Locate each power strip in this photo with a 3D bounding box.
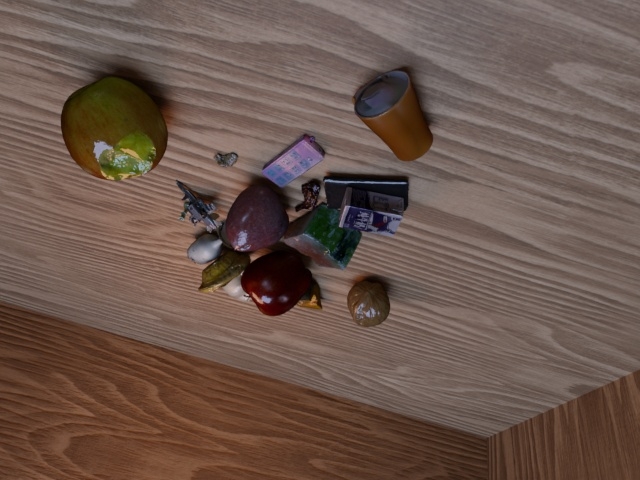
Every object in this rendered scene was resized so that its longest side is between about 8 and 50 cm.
[{"bbox_3d":[-0.103,-0.289,1.682,0.109,0.037,0.279,37,137,-26],"label":"power strip"}]

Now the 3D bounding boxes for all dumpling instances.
[{"bbox_3d":[-0.432,0.203,2.367,0.252,0.131,0.179,46,116,-6],"label":"dumpling"}]

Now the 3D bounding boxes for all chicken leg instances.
[{"bbox_3d":[-0.049,-0.166,1.814,0.093,0.053,0.205,35,136,11],"label":"chicken leg"}]

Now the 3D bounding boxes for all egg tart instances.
[{"bbox_3d":[-0.473,0.139,2.170,0.290,0.290,0.115,-24,104,39],"label":"egg tart"}]

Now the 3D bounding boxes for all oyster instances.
[{"bbox_3d":[-0.366,-0.311,1.740,0.080,0.038,0.083,34,140,-21],"label":"oyster"}]

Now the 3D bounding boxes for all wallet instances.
[{"bbox_3d":[0.174,-0.180,1.728,0.321,0.044,0.170,2,142,10],"label":"wallet"}]

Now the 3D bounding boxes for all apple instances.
[{"bbox_3d":[-0.697,-0.377,1.529,0.339,0.339,0.339,9,142,7],"label":"apple"},{"bbox_3d":[-0.205,0.198,2.099,0.288,0.317,0.288,44,156,26],"label":"apple"}]

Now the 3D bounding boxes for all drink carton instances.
[{"bbox_3d":[0.191,-0.107,1.705,0.222,0.102,0.134,10,142,-4],"label":"drink carton"}]

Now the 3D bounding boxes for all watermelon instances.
[{"bbox_3d":[0.002,0.009,1.932,0.264,0.151,0.302,38,137,-28],"label":"watermelon"}]

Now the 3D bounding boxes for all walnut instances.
[{"bbox_3d":[0.232,0.302,2.186,0.228,0.228,0.228,9,142,7],"label":"walnut"}]

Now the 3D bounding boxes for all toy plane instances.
[{"bbox_3d":[-0.538,-0.145,1.940,0.192,0.088,0.262,-29,115,39],"label":"toy plane"}]

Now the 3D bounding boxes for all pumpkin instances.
[{"bbox_3d":[-0.072,0.276,2.335,0.131,0.126,0.248,-4,158,11],"label":"pumpkin"}]

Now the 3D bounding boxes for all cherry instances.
[{"bbox_3d":[-0.255,-0.081,1.814,0.221,0.307,0.261,24,154,33],"label":"cherry"}]

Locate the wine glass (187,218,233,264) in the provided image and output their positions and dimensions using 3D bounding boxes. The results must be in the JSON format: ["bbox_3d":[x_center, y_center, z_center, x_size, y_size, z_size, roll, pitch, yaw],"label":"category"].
[{"bbox_3d":[-0.500,0.015,2.117,0.143,0.143,0.321,37,140,-27],"label":"wine glass"}]

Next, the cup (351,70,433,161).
[{"bbox_3d":[0.218,-0.375,1.389,0.226,0.182,0.264,25,166,47],"label":"cup"}]

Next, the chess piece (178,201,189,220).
[{"bbox_3d":[-0.601,-0.124,2.007,0.042,0.093,0.042,9,143,7],"label":"chess piece"}]
